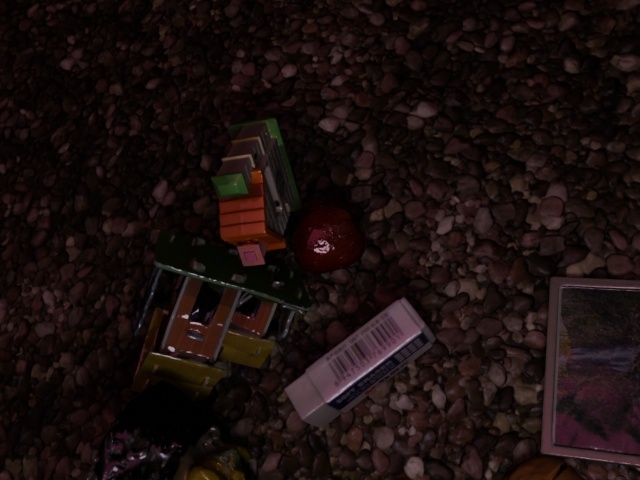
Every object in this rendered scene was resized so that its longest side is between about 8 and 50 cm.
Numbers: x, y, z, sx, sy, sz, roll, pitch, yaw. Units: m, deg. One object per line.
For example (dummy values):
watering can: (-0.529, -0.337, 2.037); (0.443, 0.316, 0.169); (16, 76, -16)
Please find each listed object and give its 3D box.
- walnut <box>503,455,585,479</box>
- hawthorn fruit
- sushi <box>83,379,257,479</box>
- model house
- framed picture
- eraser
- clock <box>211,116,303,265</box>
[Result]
walnut: (0.363, 0.455, 1.128); (0.167, 0.087, 0.211); (15, 76, 20)
hawthorn fruit: (0.000, 0.000, 1.385); (0.172, 0.148, 0.148); (-30, 62, -14)
sushi: (-0.238, 0.446, 1.226); (0.285, 0.328, 0.328); (16, 62, 9)
model house: (-0.231, 0.164, 1.427); (0.300, 0.340, 0.323); (19, 103, -15)
framed picture: (0.506, 0.217, 1.193); (0.240, 0.020, 0.324); (3, 68, 22)
eraser: (0.076, 0.228, 1.291); (0.279, 0.124, 0.081); (-38, 62, 2)
clock: (-0.131, -0.085, 1.366); (0.106, 0.219, 0.255); (-7, 32, 15)
